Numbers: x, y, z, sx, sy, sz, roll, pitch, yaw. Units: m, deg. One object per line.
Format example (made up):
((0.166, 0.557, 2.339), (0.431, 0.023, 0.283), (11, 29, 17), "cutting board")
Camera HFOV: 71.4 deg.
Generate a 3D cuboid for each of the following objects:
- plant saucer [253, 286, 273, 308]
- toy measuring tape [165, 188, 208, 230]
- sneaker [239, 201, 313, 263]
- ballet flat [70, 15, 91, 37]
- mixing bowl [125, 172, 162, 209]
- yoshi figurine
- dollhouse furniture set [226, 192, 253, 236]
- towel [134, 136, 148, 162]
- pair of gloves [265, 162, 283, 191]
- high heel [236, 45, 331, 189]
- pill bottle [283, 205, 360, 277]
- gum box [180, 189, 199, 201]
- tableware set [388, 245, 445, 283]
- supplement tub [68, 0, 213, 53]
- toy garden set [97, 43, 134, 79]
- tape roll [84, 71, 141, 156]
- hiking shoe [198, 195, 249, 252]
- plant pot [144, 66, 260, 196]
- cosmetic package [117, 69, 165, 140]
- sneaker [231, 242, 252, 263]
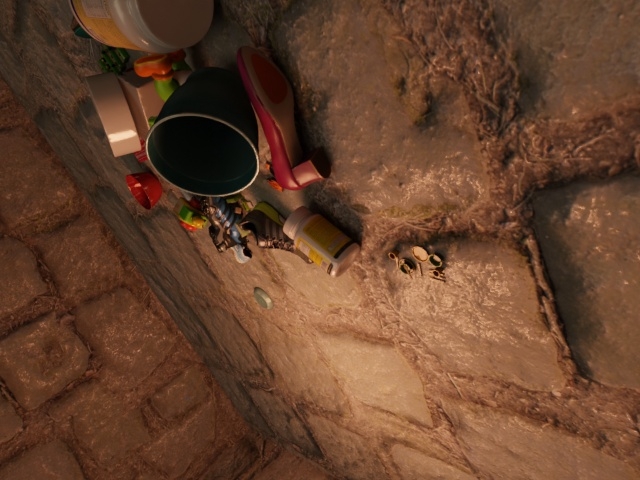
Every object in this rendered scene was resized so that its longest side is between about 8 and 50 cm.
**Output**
((-0.254, 0.257, 1.943), (0.119, 0.021, 0.119), (32, 143, 28), "plant saucer")
((-0.513, -0.120, 1.746), (0.330, 0.121, 0.122), (36, 149, 50), "toy measuring tape")
((-0.138, -0.005, 1.439), (0.299, 0.121, 0.111), (33, 144, 26), "sneaker")
((-0.752, -0.746, 1.471), (0.315, 0.107, 0.106), (16, 100, 41), "ballet flat")
((-0.787, -0.241, 2.024), (0.181, 0.098, 0.182), (32, 144, 27), "mixing bowl")
((-0.422, -0.396, 1.335), (0.203, 0.203, 0.362), (49, 167, 44), "yoshi figurine")
((-0.266, -0.090, 1.554), (0.058, 0.076, 0.152), (1, 123, 51), "dollhouse furniture set")
((-0.809, -0.464, 1.890), (0.198, 0.031, 0.275), (3, 125, 51), "towel")
((-0.139, -0.192, 1.356), (0.074, 0.010, 0.083), (34, 142, 27), "pair of gloves")
((-0.134, -0.288, 1.132), (0.181, 0.127, 0.377), (-9, 119, 42), "high heel")
((0.000, 0.000, 1.277), (0.208, 0.119, 0.119), (40, 146, 17), "pill bottle")
((-0.481, -0.173, 1.768), (0.184, 0.041, 0.157), (57, 147, -9), "gum box")
((0.241, 0.058, 1.127), (0.154, 0.024, 0.104), (18, 135, 42), "tableware set")
((-0.447, -0.600, 1.107), (0.331, 0.241, 0.241), (23, 139, 35), "supplement tub")
((-0.751, -0.616, 1.646), (0.204, 0.049, 0.244), (57, 147, -10), "toy garden set")
((-0.739, -0.448, 1.593), (0.286, 0.100, 0.286), (51, 154, 38), "tape roll")
((-0.352, -0.106, 1.606), (0.113, 0.132, 0.304), (43, 148, 47), "hiking shoe")
((-0.280, -0.298, 1.149), (0.271, 0.255, 0.272), (1, 144, 1), "plant pot")
((-0.612, -0.470, 1.576), (0.127, 0.107, 0.238), (36, 142, 25), "cosmetic package")
((-0.320, 0.012, 1.758), (0.073, 0.063, 0.162), (-16, 115, 37), "sneaker")
